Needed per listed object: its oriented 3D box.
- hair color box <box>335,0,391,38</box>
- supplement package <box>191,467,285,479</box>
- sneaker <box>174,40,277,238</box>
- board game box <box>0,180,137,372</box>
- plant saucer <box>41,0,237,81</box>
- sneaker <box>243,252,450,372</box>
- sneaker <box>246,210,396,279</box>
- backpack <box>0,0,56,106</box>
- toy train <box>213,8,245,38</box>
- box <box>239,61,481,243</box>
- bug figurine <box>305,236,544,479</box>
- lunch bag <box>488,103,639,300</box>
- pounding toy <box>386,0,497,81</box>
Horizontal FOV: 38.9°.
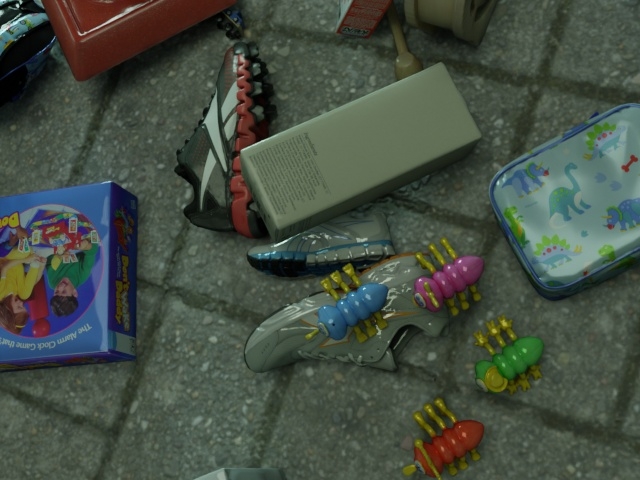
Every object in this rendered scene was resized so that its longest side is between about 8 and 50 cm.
[{"bbox_3d":[0.065,-0.340,1.166,0.053,0.167,0.093,8,77,-12],"label":"hair color box"},{"bbox_3d":[-0.098,0.400,0.996,0.145,0.204,0.262,-23,71,10],"label":"supplement package"},{"bbox_3d":[-0.129,-0.135,1.206,0.135,0.097,0.276,-3,76,13],"label":"sneaker"},{"bbox_3d":[-0.427,0.060,1.251,0.347,0.078,0.234,-6,74,15],"label":"board game box"},{"bbox_3d":[-0.283,-0.384,1.309,0.259,0.048,0.258,-28,62,-3],"label":"plant saucer"},{"bbox_3d":[0.033,0.116,1.096,0.262,0.099,0.121,-26,74,9],"label":"sneaker"},{"bbox_3d":[0.000,0.000,1.156,0.190,0.071,0.083,-5,67,6],"label":"sneaker"},{"bbox_3d":[-0.481,-0.285,1.338,0.158,0.117,0.173,38,58,9],"label":"backpack"},{"bbox_3d":[-0.158,-0.346,1.312,0.036,0.027,0.158,-37,67,-9],"label":"toy train"},{"bbox_3d":[0.046,-0.105,1.104,0.275,0.094,0.113,-23,80,-9],"label":"box"},{"bbox_3d":[0.129,0.127,1.023,0.216,0.072,0.279,-36,93,-5],"label":"bug figurine"},{"bbox_3d":[0.318,-0.047,1.056,0.219,0.090,0.176,-29,70,7],"label":"lunch bag"},{"bbox_3d":[0.142,-0.336,1.151,0.154,0.154,0.270,19,81,20],"label":"pounding toy"}]
